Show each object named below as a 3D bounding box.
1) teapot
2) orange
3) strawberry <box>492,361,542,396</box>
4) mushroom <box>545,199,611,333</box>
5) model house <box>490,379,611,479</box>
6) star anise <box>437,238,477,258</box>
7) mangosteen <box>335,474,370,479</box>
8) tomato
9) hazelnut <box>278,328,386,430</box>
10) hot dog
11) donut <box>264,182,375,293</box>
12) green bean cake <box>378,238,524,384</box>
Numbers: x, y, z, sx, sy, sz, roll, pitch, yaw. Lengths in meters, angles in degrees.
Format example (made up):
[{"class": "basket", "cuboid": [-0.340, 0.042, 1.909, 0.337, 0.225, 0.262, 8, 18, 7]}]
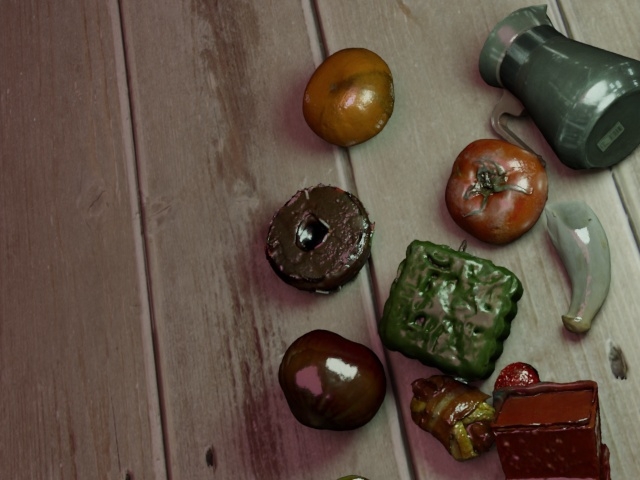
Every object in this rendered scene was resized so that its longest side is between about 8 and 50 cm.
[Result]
[{"class": "teapot", "cuboid": [0.507, -0.306, 2.008, 0.344, 0.253, 0.300, 51, 125, 38]}, {"class": "orange", "cuboid": [0.072, -0.335, 2.242, 0.240, 0.171, 0.240, -18, 58, 33]}, {"class": "strawberry", "cuboid": [0.391, 0.293, 1.885, 0.106, 0.106, 0.106, -9, 67, 22]}, {"class": "mushroom", "cuboid": [0.529, 0.051, 1.921, 0.118, 0.103, 0.270, -12, 71, 20]}, {"class": "model house", "cuboid": [0.434, 0.410, 1.773, 0.196, 0.160, 0.253, -8, 104, 21]}, {"class": "star anise", "cuboid": [0.292, 0.068, 2.053, 0.141, 0.042, 0.141, -3, 81, 19]}, {"class": "mangosteen", "cuboid": [0.046, 0.621, 1.830, 0.307, 0.307, 0.347, -38, 29, 7]}, {"class": "tomato", "cuboid": [0.361, -0.111, 2.024, 0.237, 0.095, 0.236, -5, 82, 38]}, {"class": "hazelnut", "cuboid": [0.023, 0.304, 1.993, 0.230, 0.229, 0.229, -9, 67, 22]}, {"class": "hot dog", "cuboid": [0.266, 0.351, 1.923, 0.213, 0.103, 0.146, 31, 86, 32]}, {"class": "donut", "cuboid": [0.000, 0.000, 2.186, 0.270, 0.103, 0.269, -10, 64, 21]}, {"class": "green bean cake", "cuboid": [0.266, 0.144, 1.949, 0.250, 0.156, 0.246, 21, 90, 21]}]
